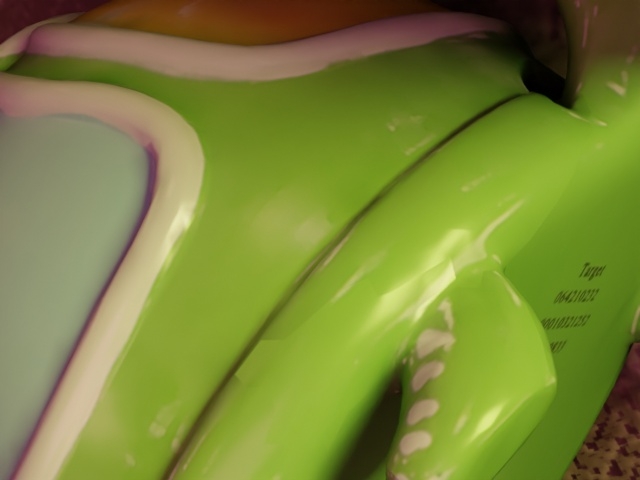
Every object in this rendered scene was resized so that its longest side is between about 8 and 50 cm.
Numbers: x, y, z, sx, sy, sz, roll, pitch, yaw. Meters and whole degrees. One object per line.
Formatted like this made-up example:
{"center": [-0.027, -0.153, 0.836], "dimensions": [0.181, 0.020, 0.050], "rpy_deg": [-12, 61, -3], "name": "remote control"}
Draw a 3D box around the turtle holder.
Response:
{"center": [-0.014, 0.011, 0.475], "dimensions": [0.227, 0.243, 0.320], "rpy_deg": [36, 134, 26], "name": "turtle holder"}
